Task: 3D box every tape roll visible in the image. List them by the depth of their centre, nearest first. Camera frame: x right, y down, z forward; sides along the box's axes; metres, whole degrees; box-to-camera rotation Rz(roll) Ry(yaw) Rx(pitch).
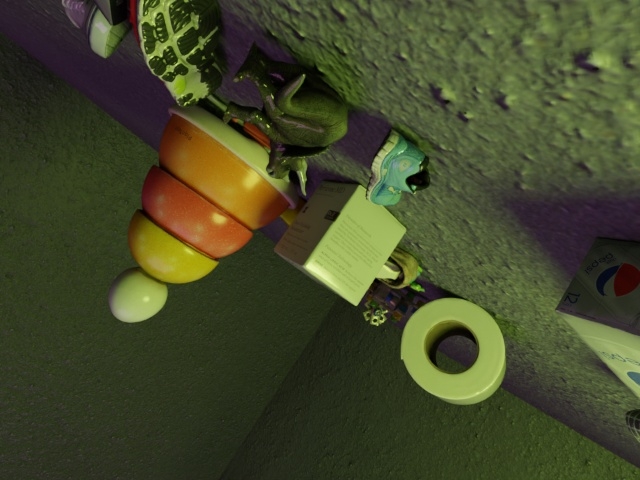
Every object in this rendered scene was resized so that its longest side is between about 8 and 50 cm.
[{"bbox_3d":[0.347,0.289,1.040,0.246,0.246,0.169,29,171,34],"label":"tape roll"}]

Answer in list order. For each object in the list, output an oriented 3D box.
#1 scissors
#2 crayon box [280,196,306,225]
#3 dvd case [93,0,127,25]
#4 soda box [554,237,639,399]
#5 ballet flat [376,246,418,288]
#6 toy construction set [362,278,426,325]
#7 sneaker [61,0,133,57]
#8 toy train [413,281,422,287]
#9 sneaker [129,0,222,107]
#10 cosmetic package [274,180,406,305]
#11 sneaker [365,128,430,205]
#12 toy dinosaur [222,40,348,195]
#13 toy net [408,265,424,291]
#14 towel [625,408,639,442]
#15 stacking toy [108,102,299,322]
[{"bbox_3d":[-0.156,-0.231,0.809,0.297,0.021,0.109,33,174,-2],"label":"scissors"},{"bbox_3d":[0.000,0.000,1.169,0.318,0.081,0.202,45,176,18],"label":"crayon box"},{"bbox_3d":[-0.254,-0.336,0.383,0.179,0.029,0.238,58,164,-20],"label":"dvd case"},{"bbox_3d":[0.385,0.120,0.442,0.286,0.098,0.091,39,170,-25],"label":"soda box"},{"bbox_3d":[0.083,0.016,0.954,0.316,0.108,0.106,25,-148,13],"label":"ballet flat"},{"bbox_3d":[0.225,0.208,1.448,0.215,0.151,0.328,34,161,-1],"label":"toy construction set"},{"bbox_3d":[-0.345,-0.343,0.613,0.091,0.094,0.258,36,178,-33],"label":"sneaker"},{"bbox_3d":[0.266,0.122,1.187,0.083,0.017,0.024,35,161,-1],"label":"toy train"},{"bbox_3d":[-0.207,-0.272,0.526,0.118,0.107,0.279,49,166,-4],"label":"sneaker"},{"bbox_3d":[0.037,-0.001,0.804,0.151,0.184,0.151,38,171,-29],"label":"cosmetic package"},{"bbox_3d":[0.105,-0.077,0.533,0.073,0.063,0.162,29,171,12],"label":"sneaker"},{"bbox_3d":[-0.027,-0.162,0.495,0.160,0.121,0.313,24,170,-17],"label":"toy dinosaur"},{"bbox_3d":[0.181,0.060,1.090,0.232,0.045,0.122,28,172,45],"label":"toy net"},{"bbox_3d":[0.654,0.343,0.583,0.283,0.121,0.235,32,172,16],"label":"towel"},{"bbox_3d":[-0.311,-0.029,0.909,0.350,0.480,0.350,37,176,3],"label":"stacking toy"}]
